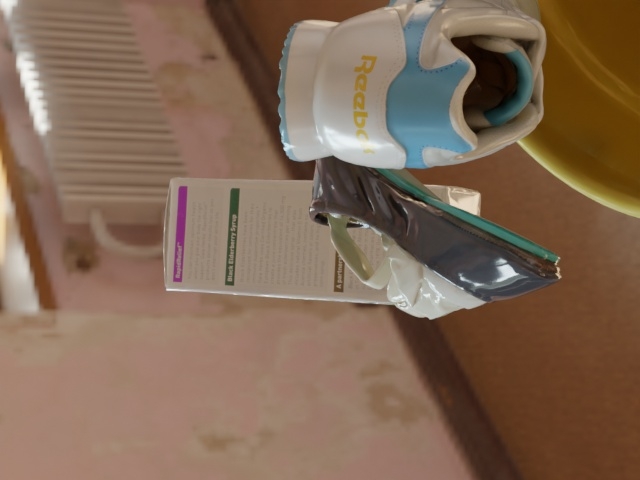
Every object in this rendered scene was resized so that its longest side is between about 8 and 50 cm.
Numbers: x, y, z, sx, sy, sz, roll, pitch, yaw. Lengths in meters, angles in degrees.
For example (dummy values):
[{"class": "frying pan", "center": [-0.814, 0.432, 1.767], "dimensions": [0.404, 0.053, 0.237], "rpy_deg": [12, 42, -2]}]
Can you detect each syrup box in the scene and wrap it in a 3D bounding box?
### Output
[{"class": "syrup box", "center": [0.000, 0.000, 1.218], "dimensions": [0.237, 0.093, 0.096], "rpy_deg": [4, 90, 23]}]

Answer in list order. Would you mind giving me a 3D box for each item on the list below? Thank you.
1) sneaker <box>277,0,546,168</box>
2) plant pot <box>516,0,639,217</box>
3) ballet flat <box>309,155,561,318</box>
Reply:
[{"class": "sneaker", "center": [0.068, -0.080, 0.731], "dimensions": [0.092, 0.228, 0.087], "rpy_deg": [7, 111, 25]}, {"class": "plant pot", "center": [0.229, -0.178, 0.897], "dimensions": [0.254, 0.239, 0.254], "rpy_deg": [38, 152, 25]}, {"class": "ballet flat", "center": [0.053, 0.002, 0.835], "dimensions": [0.203, 0.074, 0.074], "rpy_deg": [36, 122, 52]}]
